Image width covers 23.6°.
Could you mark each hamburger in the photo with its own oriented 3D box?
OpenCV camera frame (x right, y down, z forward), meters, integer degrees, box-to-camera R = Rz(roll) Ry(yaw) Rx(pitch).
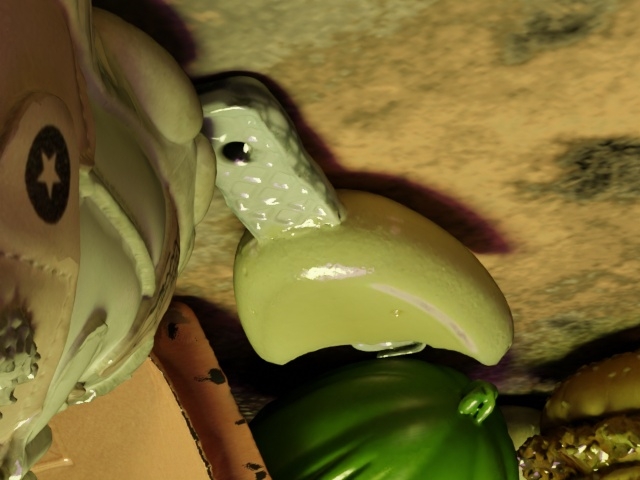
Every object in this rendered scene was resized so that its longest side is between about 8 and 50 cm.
[{"bbox_3d":[0.213,0.127,0.924,0.191,0.118,0.182,-7,153,1],"label":"hamburger"}]

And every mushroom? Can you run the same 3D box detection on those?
[{"bbox_3d":[0.124,0.145,1.016,0.084,0.067,0.083,-8,160,-3],"label":"mushroom"}]

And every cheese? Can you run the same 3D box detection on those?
[{"bbox_3d":[0.000,-0.001,0.689,0.127,0.049,0.235,-9,149,18],"label":"cheese"}]

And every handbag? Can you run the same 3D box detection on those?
[{"bbox_3d":[-0.099,0.148,0.845,0.157,0.212,0.059,-18,-171,34],"label":"handbag"}]

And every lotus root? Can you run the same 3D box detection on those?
[{"bbox_3d":[0.049,0.133,0.895,0.186,0.186,0.186,-2,157,-1],"label":"lotus root"}]

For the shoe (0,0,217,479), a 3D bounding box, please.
[{"bbox_3d":[-0.141,0.006,0.496,0.172,0.198,0.351,2,155,7],"label":"shoe"}]
